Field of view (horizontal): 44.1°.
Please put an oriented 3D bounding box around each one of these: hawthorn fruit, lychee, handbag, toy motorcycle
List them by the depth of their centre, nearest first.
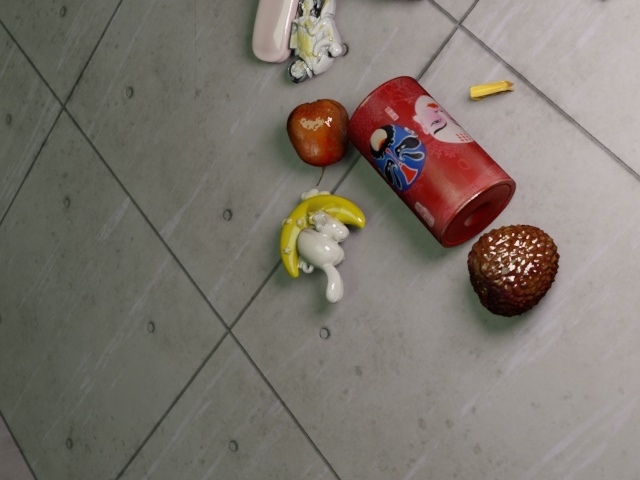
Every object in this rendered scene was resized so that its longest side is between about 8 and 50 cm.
[{"bbox_3d":[0.394,0.053,1.602,0.188,0.188,0.188,0,89,36],"label":"lychee"},{"bbox_3d":[0.365,-0.321,1.687,0.083,0.061,0.027,-7,90,34],"label":"handbag"},{"bbox_3d":[0.004,-0.236,1.902,0.163,0.163,0.203,-10,100,35],"label":"hawthorn fruit"},{"bbox_3d":[-0.008,-0.496,1.950,0.151,0.074,0.228,16,97,32],"label":"toy motorcycle"}]

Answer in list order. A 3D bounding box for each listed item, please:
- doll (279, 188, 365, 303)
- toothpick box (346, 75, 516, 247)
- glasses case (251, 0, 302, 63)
[{"bbox_3d":[0.000,0.000,1.920,0.252,0.111,0.237,30,91,33],"label":"doll"},{"bbox_3d":[0.233,-0.170,1.695,0.333,0.204,0.204,50,116,24],"label":"toothpick box"},{"bbox_3d":[-0.100,-0.600,2.014,0.113,0.075,0.296,21,102,33],"label":"glasses case"}]
